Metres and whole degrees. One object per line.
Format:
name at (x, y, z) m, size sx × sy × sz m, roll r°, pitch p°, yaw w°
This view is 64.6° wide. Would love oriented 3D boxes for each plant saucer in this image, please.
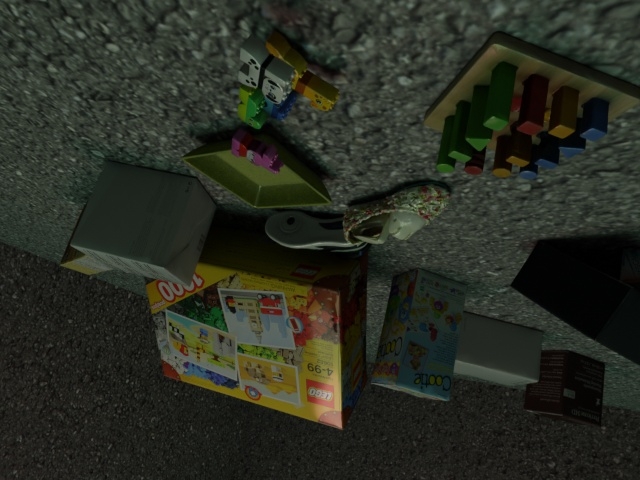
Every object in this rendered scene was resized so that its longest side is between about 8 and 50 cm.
plant saucer at (-0.098, -0.116, 0.835) m, size 0.188 × 0.045 × 0.188 m, roll 1°, pitch 157°, yaw 39°

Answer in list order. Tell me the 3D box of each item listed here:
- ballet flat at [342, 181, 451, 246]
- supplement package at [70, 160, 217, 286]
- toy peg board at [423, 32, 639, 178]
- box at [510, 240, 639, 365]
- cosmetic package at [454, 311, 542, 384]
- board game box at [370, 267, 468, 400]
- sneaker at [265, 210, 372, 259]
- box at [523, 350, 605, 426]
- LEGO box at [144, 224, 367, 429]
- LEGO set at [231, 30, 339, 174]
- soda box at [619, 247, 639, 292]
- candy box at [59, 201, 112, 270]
ballet flat at (0.122, -0.033, 0.858) m, size 0.091 × 0.077 × 0.241 m, roll 25°, pitch 159°, yaw -26°
supplement package at (-0.356, -0.032, 1.051) m, size 0.203 × 0.194 × 0.149 m, roll 12°, pitch 161°, yaw 10°
toy peg board at (0.209, -0.114, 0.541) m, size 0.160 × 0.079 × 0.161 m, roll 18°, pitch 162°, yaw -8°
box at (0.488, 0.121, 0.872) m, size 0.261 × 0.103 × 0.184 m, roll 26°, pitch -173°, yaw -31°
cosmetic package at (0.437, 0.316, 1.529) m, size 0.384 × 0.156 × 0.217 m, roll 15°, pitch 160°, yaw 4°
board game box at (0.238, 0.228, 1.226) m, size 0.144 × 0.276 × 0.142 m, roll 20°, pitch 161°, yaw -13°
sneaker at (0.000, 0.000, 1.051) m, size 0.216 × 0.079 × 0.121 m, roll 7°, pitch 161°, yaw 23°
box at (0.800, 0.482, 1.660) m, size 0.168 × 0.203 × 0.167 m, roll 20°, pitch 161°, yaw -17°
LEGO box at (-0.147, 0.186, 1.214) m, size 0.499 × 0.193 × 0.373 m, roll 9°, pitch 117°, yaw 22°
LEGO set at (-0.038, -0.157, 0.588) m, size 0.093 × 0.087 × 0.227 m, roll 31°, pitch 161°, yaw -2°
soda box at (0.566, 0.071, 0.836) m, size 0.183 × 0.063 × 0.058 m, roll 27°, pitch 161°, yaw -32°
candy box at (-0.548, -0.019, 1.262) m, size 0.087 × 0.183 × 0.316 m, roll 25°, pitch 160°, yaw -31°
